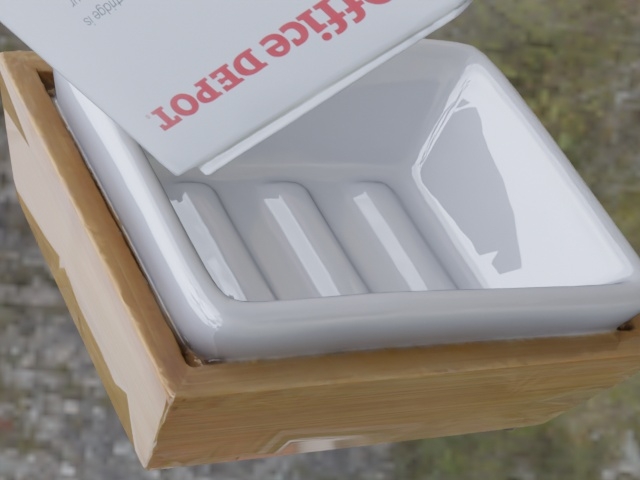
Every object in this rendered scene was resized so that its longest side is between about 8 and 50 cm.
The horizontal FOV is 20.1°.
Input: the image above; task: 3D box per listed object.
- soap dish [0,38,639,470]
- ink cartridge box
[{"bbox_3d":[0.000,0.000,0.903,0.229,0.291,0.118,59,136,35],"label":"soap dish"},{"bbox_3d":[-0.034,-0.080,0.335,0.088,0.122,0.052,-27,28,42],"label":"ink cartridge box"}]
